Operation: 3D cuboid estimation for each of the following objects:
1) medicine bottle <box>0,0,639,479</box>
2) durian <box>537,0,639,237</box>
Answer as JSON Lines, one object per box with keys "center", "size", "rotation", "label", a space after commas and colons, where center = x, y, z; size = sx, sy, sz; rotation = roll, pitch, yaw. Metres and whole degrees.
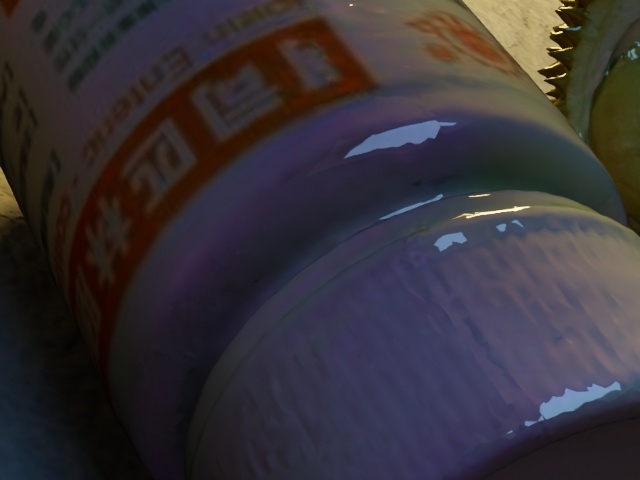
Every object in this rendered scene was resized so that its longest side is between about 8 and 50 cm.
{"center": [0.000, 0.000, 0.656], "size": [0.219, 0.219, 0.388], "rotation": [3, 38, -34], "label": "medicine bottle"}
{"center": [0.255, -0.048, 0.978], "size": [0.306, 0.166, 0.172], "rotation": [46, 36, 13], "label": "durian"}
